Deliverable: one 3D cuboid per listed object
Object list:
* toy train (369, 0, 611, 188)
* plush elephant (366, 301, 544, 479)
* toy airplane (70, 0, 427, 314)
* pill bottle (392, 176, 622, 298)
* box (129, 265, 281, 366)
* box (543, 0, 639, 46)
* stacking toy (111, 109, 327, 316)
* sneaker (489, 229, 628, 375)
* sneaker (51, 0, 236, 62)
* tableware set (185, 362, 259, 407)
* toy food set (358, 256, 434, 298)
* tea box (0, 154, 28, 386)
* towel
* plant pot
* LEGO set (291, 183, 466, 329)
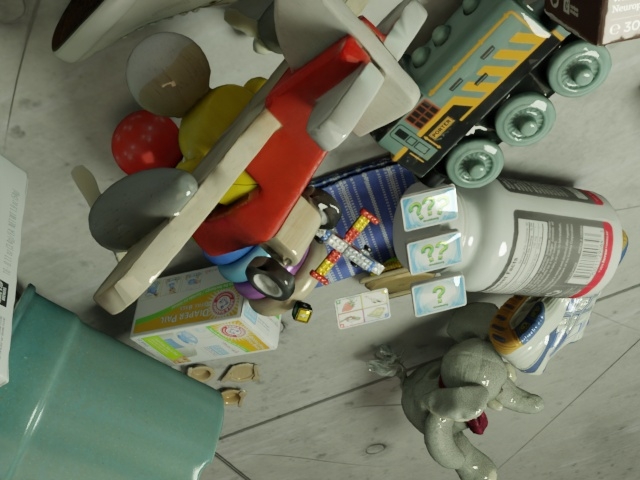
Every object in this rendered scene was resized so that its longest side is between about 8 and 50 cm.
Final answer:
[{"bbox_3d":[0.206,-0.205,0.999,0.190,0.142,0.334,28,125,-27],"label":"toy train"},{"bbox_3d":[0.278,0.269,1.450,0.330,0.272,0.255,34,151,-14],"label":"plush elephant"},{"bbox_3d":[-0.072,-0.126,0.789,0.272,0.386,0.384,33,102,0],"label":"toy airplane"},{"bbox_3d":[0.277,-0.007,1.196,0.318,0.176,0.176,6,136,-25],"label":"pill bottle"},{"bbox_3d":[-0.175,0.116,1.235,0.203,0.103,0.114,-12,143,23],"label":"box"},{"bbox_3d":[0.331,-0.394,0.739,0.191,0.143,0.381,-12,123,-5],"label":"box"},{"bbox_3d":[-0.144,-0.043,1.060,0.141,0.141,0.330,-35,119,23],"label":"stacking toy"},{"bbox_3d":[0.418,0.101,1.362,0.296,0.112,0.131,-44,123,-2],"label":"sneaker"},{"bbox_3d":[-0.157,-0.264,0.841,0.290,0.106,0.123,-34,133,20],"label":"sneaker"},{"bbox_3d":[-0.200,0.276,1.513,0.168,0.020,0.141,5,136,-20],"label":"tableware set"},{"bbox_3d":[0.137,0.055,1.324,0.132,0.038,0.192,-15,163,13],"label":"toy food set"},{"bbox_3d":[-0.528,0.004,0.871,0.220,0.329,0.323,-30,138,19],"label":"tea box"},{"bbox_3d":[0.000,0.000,1.241,0.336,0.040,0.243,-18,140,5],"label":"towel"},{"bbox_3d":[-0.343,0.282,1.171,0.334,0.341,0.341,24,129,-15],"label":"plant pot"},{"bbox_3d":[0.076,0.039,1.046,0.244,0.060,0.182,-12,115,-7],"label":"LEGO set"}]
